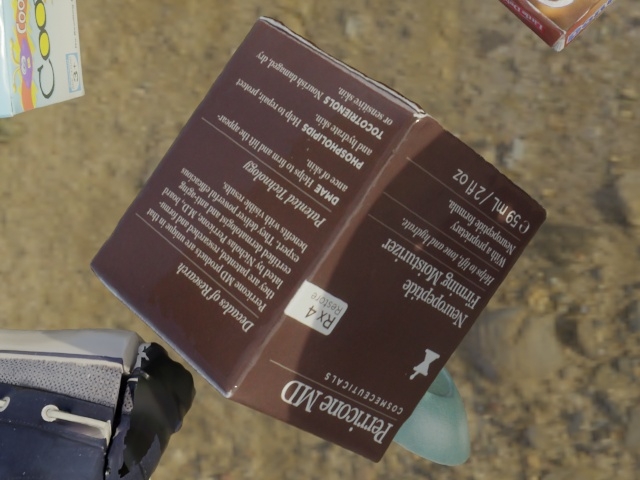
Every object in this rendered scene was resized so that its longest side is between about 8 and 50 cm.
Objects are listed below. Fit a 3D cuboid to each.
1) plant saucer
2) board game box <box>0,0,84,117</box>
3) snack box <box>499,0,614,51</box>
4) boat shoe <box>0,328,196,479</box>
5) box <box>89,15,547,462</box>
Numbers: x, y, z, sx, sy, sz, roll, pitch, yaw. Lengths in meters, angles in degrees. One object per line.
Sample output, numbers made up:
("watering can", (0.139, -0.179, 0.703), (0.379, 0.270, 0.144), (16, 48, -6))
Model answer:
("plant saucer", (0.065, 0.112, 1.286), (0.037, 0.195, 0.195), (-50, 55, 16))
("board game box", (-0.285, -0.136, 0.815), (0.275, 0.142, 0.144), (-2, 99, 7))
("snack box", (0.051, -0.154, 0.580), (0.064, 0.022, 0.178), (-43, 76, -9))
("boat shoe", (-0.271, 0.157, 1.141), (0.340, 0.127, 0.158), (-6, 47, 27))
("box", (0.000, 0.000, 0.959), (0.167, 0.168, 0.203), (36, 94, 41))
